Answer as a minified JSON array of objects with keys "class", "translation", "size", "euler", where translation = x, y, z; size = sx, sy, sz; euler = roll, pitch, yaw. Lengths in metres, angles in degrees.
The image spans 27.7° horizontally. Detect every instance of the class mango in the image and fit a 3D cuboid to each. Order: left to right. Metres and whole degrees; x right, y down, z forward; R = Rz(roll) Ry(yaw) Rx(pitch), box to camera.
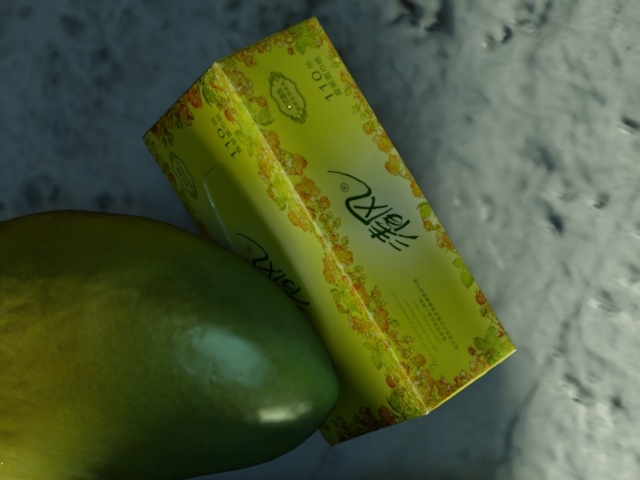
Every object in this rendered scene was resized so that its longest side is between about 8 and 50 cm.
[{"class":"mango","translation":[-0.108,0.050,0.598],"size":[0.238,0.091,0.137],"euler":[-17,99,27]}]

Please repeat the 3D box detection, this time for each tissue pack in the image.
[{"class":"tissue pack","translation":[0.000,0.000,0.593],"size":[0.062,0.095,0.176],"euler":[-30,89,-32]}]
